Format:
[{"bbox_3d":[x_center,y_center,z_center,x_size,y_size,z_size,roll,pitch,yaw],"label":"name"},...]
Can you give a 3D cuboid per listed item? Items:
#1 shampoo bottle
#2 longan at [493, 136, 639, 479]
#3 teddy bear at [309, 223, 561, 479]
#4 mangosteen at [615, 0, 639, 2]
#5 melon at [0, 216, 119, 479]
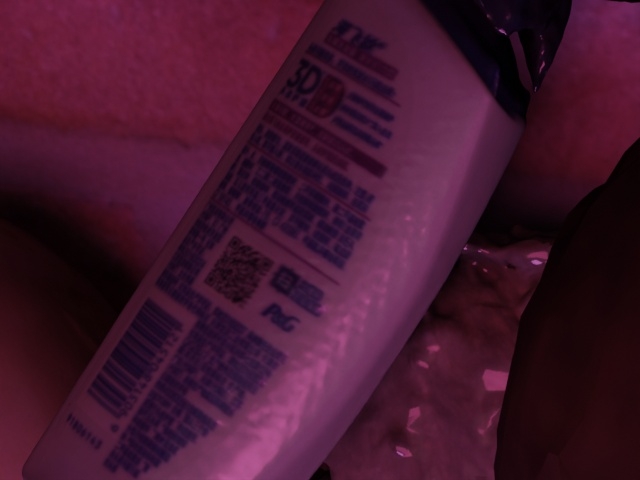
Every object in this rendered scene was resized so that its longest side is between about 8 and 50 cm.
[{"bbox_3d":[0.000,0.000,0.866,0.134,0.078,0.359,34,91,35],"label":"shampoo bottle"},{"bbox_3d":[0.253,0.076,0.659,0.391,0.391,0.391,9,112,23],"label":"longan"},{"bbox_3d":[0.104,0.168,0.930,0.357,0.224,0.368,10,97,24],"label":"teddy bear"},{"bbox_3d":[0.092,-0.277,0.627,0.381,0.421,0.381,-19,66,49],"label":"mangosteen"},{"bbox_3d":[-0.194,0.120,1.016,0.223,0.223,0.317,-38,93,31],"label":"melon"}]
